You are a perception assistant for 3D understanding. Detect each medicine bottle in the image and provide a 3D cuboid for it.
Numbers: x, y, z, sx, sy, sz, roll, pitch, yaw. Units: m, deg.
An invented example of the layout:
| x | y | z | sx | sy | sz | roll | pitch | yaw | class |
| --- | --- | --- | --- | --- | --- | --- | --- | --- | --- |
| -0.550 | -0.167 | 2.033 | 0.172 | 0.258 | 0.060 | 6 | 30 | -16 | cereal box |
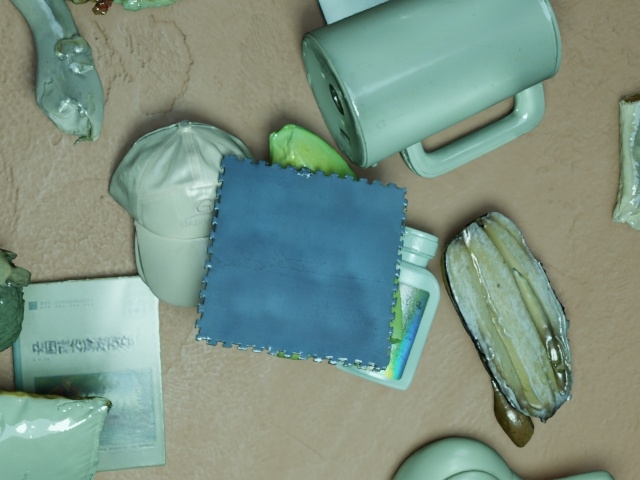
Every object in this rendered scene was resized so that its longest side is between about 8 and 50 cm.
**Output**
| x | y | z | sx | sy | sz | roll | pitch | yaw | class |
| --- | --- | --- | --- | --- | --- | --- | --- | --- | --- |
| 0.108 | 0.094 | 1.743 | 0.121 | 0.083 | 0.229 | 19 | 91 | 3 | medicine bottle |

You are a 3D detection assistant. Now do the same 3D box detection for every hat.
| x | y | z | sx | sy | sz | roll | pitch | yaw | class |
| --- | --- | --- | --- | --- | --- | --- | --- | --- | --- |
| -0.174 | -0.031 | 1.646 | 0.219 | 0.164 | 0.226 | -10 | 61 | -10 | hat |

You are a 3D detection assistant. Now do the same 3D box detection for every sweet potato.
| x | y | z | sx | sy | sz | roll | pitch | yaw | class |
| --- | --- | --- | --- | --- | --- | --- | --- | --- | --- |
| 0.287 | 0.256 | 1.808 | 0.049 | 0.049 | 0.117 | -31 | 99 | -7 | sweet potato |

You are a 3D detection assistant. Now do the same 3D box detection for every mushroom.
| x | y | z | sx | sy | sz | roll | pitch | yaw | class |
| --- | --- | --- | --- | --- | --- | --- | --- | --- | --- |
| -0.367 | -0.264 | 1.632 | 0.096 | 0.099 | 0.278 | -20 | 93 | -22 | mushroom |

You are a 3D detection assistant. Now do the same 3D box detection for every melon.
| x | y | z | sx | sy | sz | roll | pitch | yaw | class |
| --- | --- | --- | --- | --- | --- | --- | --- | --- | --- |
| 0.000 | 0.000 | 1.685 | 0.196 | 0.124 | 0.324 | -11 | 81 | 19 | melon |

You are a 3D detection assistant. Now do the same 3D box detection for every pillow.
| x | y | z | sx | sy | sz | roll | pitch | yaw | class |
| --- | --- | --- | --- | --- | --- | --- | --- | --- | --- |
| -0.450 | 0.320 | 1.608 | 0.312 | 0.119 | 0.310 | 5 | 123 | -13 | pillow |

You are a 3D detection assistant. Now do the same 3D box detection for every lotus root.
| x | y | z | sx | sy | sz | roll | pitch | yaw | class |
| --- | --- | --- | --- | --- | --- | --- | --- | --- | --- |
| 0.277 | 0.117 | 1.782 | 0.167 | 0.078 | 0.329 | -29 | 103 | -22 | lotus root |

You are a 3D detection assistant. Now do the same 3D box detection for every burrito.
| x | y | z | sx | sy | sz | roll | pitch | yaw | class |
| --- | --- | --- | --- | --- | --- | --- | --- | --- | --- |
| 0.487 | -0.129 | 1.811 | 0.086 | 0.060 | 0.226 | 5 | 92 | -16 | burrito |

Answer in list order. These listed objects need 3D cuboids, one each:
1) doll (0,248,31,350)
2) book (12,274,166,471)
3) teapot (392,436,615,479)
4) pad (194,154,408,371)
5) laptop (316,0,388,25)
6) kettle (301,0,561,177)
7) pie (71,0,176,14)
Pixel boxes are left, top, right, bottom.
| x | y | z | sx | sy | sz | roll | pitch | yaw | class |
| --- | --- | --- | --- | --- | --- | --- | --- | --- | --- |
| -0.559 | 0.063 | 1.542 | 0.349 | 0.247 | 0.247 | 6 | 93 | -20 | doll |
| -0.330 | 0.194 | 1.701 | 0.214 | 0.025 | 0.283 | -5 | 96 | -8 | book |
| 0.253 | 0.374 | 1.758 | 0.318 | 0.149 | 0.220 | -35 | 101 | -5 | teapot |
| -0.022 | 0.029 | 1.599 | 0.269 | 0.012 | 0.269 | 11 | 74 | -6 | pad |
| 0.111 | -0.412 | 1.745 | 0.269 | 0.015 | 0.188 | -23 | 98 | -8 | laptop |
| 0.166 | -0.229 | 1.676 | 0.318 | 0.205 | 0.265 | -26 | 95 | -10 | kettle |
| -0.250 | -0.455 | 1.642 | 0.257 | 0.105 | 0.275 | -11 | 99 | -24 | pie |
